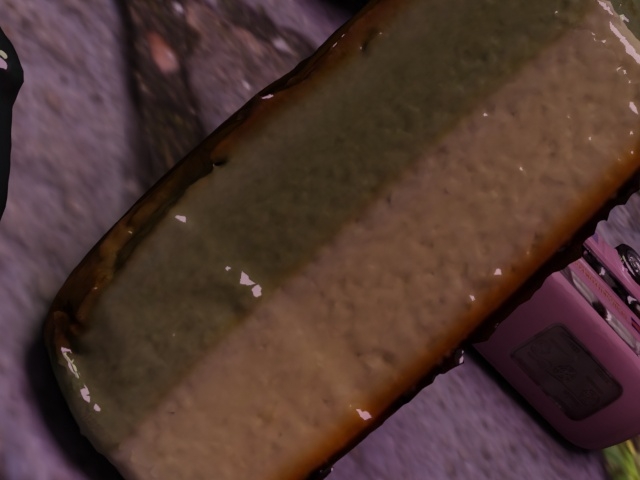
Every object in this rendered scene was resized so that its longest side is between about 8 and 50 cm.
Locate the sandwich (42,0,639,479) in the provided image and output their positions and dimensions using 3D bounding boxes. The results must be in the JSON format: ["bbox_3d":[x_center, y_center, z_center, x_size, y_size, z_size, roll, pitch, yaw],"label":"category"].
[{"bbox_3d":[0.000,0.000,0.665,0.108,0.220,0.186,49,-10,-4],"label":"sandwich"}]

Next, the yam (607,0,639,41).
[{"bbox_3d":[0.125,-0.119,0.960,0.106,0.106,0.259,45,12,-17],"label":"yam"}]

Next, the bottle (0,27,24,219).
[{"bbox_3d":[-0.205,-0.068,0.358,0.336,0.144,0.144,30,34,-40],"label":"bottle"}]

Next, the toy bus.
[{"bbox_3d":[0.083,0.005,0.837,0.203,0.063,0.090,45,27,-18],"label":"toy bus"}]
